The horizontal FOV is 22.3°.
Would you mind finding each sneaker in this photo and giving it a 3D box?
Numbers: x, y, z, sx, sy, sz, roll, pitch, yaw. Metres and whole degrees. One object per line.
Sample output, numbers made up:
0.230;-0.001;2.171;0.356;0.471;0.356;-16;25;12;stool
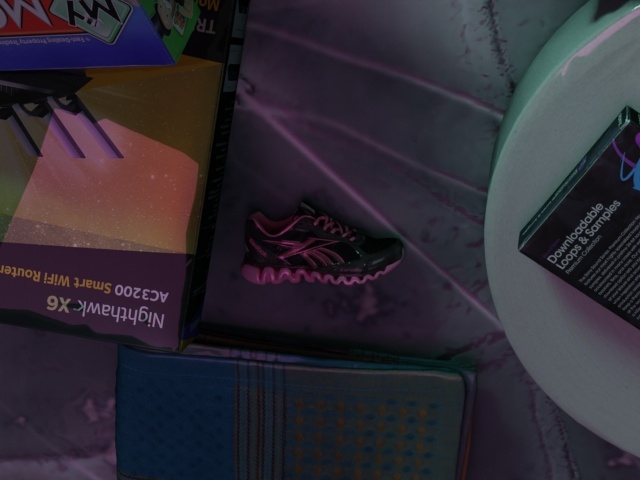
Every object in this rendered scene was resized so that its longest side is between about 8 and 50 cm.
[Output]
0.000;0.000;1.141;0.119;0.047;0.057;-2;108;8;sneaker

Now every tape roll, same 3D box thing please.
0.301;-0.011;1.068;0.392;0.072;0.392;4;120;6;tape roll

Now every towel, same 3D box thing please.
-0.028;0.230;1.278;0.271;0.040;0.370;7;122;6;towel

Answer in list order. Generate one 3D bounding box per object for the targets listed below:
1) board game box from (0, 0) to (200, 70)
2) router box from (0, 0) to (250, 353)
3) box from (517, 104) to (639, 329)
-0.247;-0.177;0.869;0.317;0.046;0.213;1;142;26;board game box
-0.216;-0.074;1.060;0.308;0.081;0.243;9;97;4;router box
0.224;0.002;1.031;0.162;0.029;0.116;32;118;-11;box
